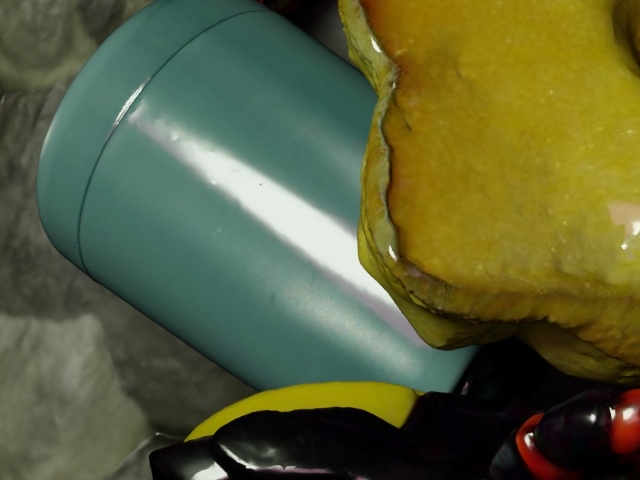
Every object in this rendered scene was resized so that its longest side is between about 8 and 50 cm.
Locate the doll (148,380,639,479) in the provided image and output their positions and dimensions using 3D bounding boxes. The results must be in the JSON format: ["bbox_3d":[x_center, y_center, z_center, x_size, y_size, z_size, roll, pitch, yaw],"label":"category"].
[{"bbox_3d":[0.046,0.085,0.542,0.248,0.088,0.127,-16,107,29],"label":"doll"}]

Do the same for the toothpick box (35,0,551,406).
[{"bbox_3d":[0.000,0.000,0.647,0.184,0.120,0.120,35,90,22],"label":"toothpick box"}]

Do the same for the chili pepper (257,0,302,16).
[{"bbox_3d":[-0.051,-0.174,0.740,0.086,0.084,0.192,-33,68,-8],"label":"chili pepper"}]

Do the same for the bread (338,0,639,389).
[{"bbox_3d":[0.110,-0.023,0.574,0.088,0.233,0.161,122,151,-43],"label":"bread"}]
